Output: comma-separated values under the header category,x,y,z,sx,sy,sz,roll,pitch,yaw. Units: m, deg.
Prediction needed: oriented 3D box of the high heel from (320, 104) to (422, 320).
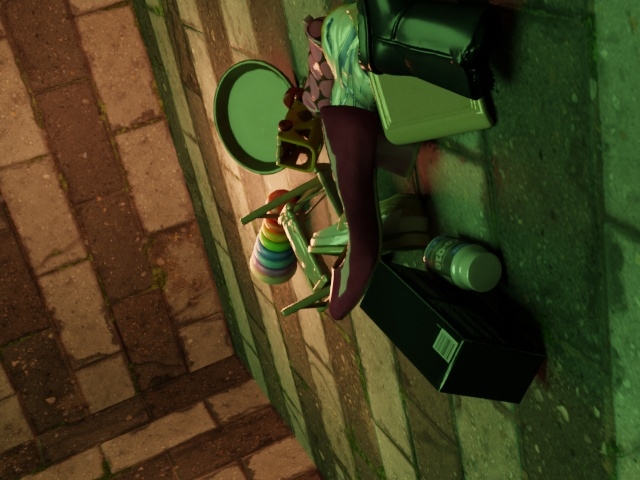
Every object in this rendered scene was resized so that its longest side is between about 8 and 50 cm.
category,x,y,z,sx,sy,sz,roll,pitch,yaw
high heel,0.033,-0.046,1.477,0.127,0.181,0.378,-87,16,-75

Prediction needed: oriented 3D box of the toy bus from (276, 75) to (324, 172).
category,x,y,z,sx,sy,sz,roll,pitch,yaw
toy bus,-0.025,-0.240,1.787,0.191,0.104,0.202,-42,-33,-78

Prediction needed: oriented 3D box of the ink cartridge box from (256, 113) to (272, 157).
category,x,y,z,sx,sy,sz,roll,pitch,yaw
ink cartridge box,-0.134,-0.266,2.166,0.190,0.082,0.140,-2,109,70

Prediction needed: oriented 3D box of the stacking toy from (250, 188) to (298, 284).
category,x,y,z,sx,sy,sz,roll,pitch,yaw
stacking toy,-0.121,-0.023,2.362,0.141,0.141,0.330,58,155,32

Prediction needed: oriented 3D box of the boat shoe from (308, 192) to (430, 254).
category,x,y,z,sx,sy,sz,roll,pitch,yaw
boat shoe,0.093,-0.025,1.641,0.302,0.113,0.104,-8,80,46

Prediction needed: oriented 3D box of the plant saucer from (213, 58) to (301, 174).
category,x,y,z,sx,sy,sz,roll,pitch,yaw
plant saucer,-0.144,-0.296,2.025,0.277,0.041,0.278,13,113,33

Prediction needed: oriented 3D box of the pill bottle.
category,x,y,z,sx,sy,sz,roll,pitch,yaw
pill bottle,0.236,0.039,1.396,0.137,0.078,0.078,24,133,66

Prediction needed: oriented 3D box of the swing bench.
category,x,y,z,sx,sy,sz,roll,pitch,yaw
swing bench,0.000,0.000,1.877,0.254,0.165,0.253,-33,73,29

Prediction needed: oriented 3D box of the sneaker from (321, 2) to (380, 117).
category,x,y,z,sx,sy,sz,roll,pitch,yaw
sneaker,0.086,-0.256,1.458,0.131,0.111,0.297,28,144,48

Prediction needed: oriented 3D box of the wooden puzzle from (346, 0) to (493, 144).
category,x,y,z,sx,sy,sz,roll,pitch,yaw
wooden puzzle,0.152,-0.270,1.283,0.221,0.044,0.239,-3,111,54

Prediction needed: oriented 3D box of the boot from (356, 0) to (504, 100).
category,x,y,z,sx,sy,sz,roll,pitch,yaw
boot,0.146,-0.321,1.133,0.207,0.094,0.247,20,129,35

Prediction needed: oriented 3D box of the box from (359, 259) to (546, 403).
category,x,y,z,sx,sy,sz,roll,pitch,yaw
box,0.211,0.148,1.393,0.261,0.184,0.103,46,119,53

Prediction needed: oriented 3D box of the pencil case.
category,x,y,z,sx,sy,sz,roll,pitch,yaw
pencil case,0.007,-0.337,1.637,0.098,0.095,0.209,27,147,14
